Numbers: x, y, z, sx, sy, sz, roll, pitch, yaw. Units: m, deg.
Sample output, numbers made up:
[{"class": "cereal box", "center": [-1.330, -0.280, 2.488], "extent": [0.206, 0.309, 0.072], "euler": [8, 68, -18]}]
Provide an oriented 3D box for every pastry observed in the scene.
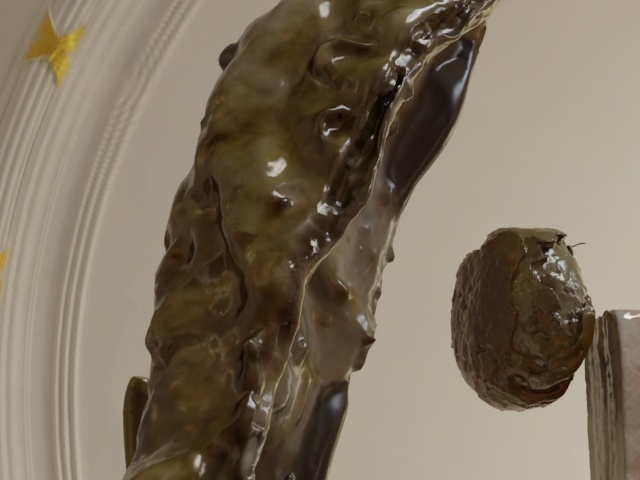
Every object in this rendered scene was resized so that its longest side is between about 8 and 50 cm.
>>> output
[{"class": "pastry", "center": [0.155, 0.061, 1.100], "extent": [0.081, 0.153, 0.153], "euler": [13, -85, -26]}]

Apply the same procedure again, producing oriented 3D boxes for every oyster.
[{"class": "oyster", "center": [0.000, -0.001, 0.396], "extent": [0.078, 0.128, 0.345], "euler": [17, -117, 13]}]

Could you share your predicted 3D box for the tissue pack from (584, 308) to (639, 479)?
[{"class": "tissue pack", "center": [0.374, 0.143, 1.107], "extent": [0.325, 0.071, 0.170], "euler": [1, -104, -11]}]

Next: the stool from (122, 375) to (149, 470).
[{"class": "stool", "center": [-0.093, 0.169, 1.067], "extent": [0.135, 0.134, 0.110], "euler": [13, -91, 7]}]
